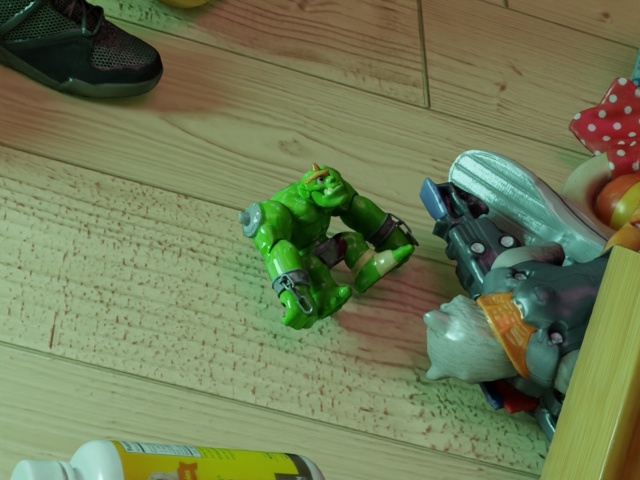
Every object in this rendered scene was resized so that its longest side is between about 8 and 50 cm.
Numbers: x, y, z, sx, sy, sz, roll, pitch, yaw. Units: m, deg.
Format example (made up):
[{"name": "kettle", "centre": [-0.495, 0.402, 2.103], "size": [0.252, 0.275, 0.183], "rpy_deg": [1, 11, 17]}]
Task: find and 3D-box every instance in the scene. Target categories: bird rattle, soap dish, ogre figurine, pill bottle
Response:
[{"name": "bird rattle", "centre": [0.329, -0.050, 1.888], "size": [0.207, 0.143, 0.253], "rpy_deg": [-31, 59, -30]}, {"name": "soap dish", "centre": [0.300, 0.168, 1.488], "size": [0.229, 0.118, 0.291], "rpy_deg": [21, 76, -6]}, {"name": "ogre figurine", "centre": [0.000, 0.000, 1.667], "size": [0.197, 0.097, 0.118], "rpy_deg": [-36, 84, -33]}, {"name": "pill bottle", "centre": [-0.107, 0.201, 1.331], "size": [0.215, 0.117, 0.117], "rpy_deg": [6, 40, -22]}]

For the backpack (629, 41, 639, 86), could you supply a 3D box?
[{"name": "backpack", "centre": [0.463, -0.247, 2.090], "size": [0.191, 0.253, 0.225], "rpy_deg": [29, 37, 6]}]

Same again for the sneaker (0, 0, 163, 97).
[{"name": "sneaker", "centre": [-0.244, -0.216, 1.760], "size": [0.227, 0.130, 0.087], "rpy_deg": [23, 38, -5]}]

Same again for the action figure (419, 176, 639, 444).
[{"name": "action figure", "centre": [0.221, 0.017, 1.651], "size": [0.330, 0.178, 0.341], "rpy_deg": [-26, 60, -18]}]

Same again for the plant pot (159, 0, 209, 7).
[{"name": "plant pot", "centre": [-0.200, -0.387, 1.919], "size": [0.239, 0.254, 0.254], "rpy_deg": [20, 33, 21]}]

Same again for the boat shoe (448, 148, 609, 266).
[{"name": "boat shoe", "centre": [0.216, -0.001, 1.813], "size": [0.226, 0.083, 0.076], "rpy_deg": [44, 14, 22]}]
